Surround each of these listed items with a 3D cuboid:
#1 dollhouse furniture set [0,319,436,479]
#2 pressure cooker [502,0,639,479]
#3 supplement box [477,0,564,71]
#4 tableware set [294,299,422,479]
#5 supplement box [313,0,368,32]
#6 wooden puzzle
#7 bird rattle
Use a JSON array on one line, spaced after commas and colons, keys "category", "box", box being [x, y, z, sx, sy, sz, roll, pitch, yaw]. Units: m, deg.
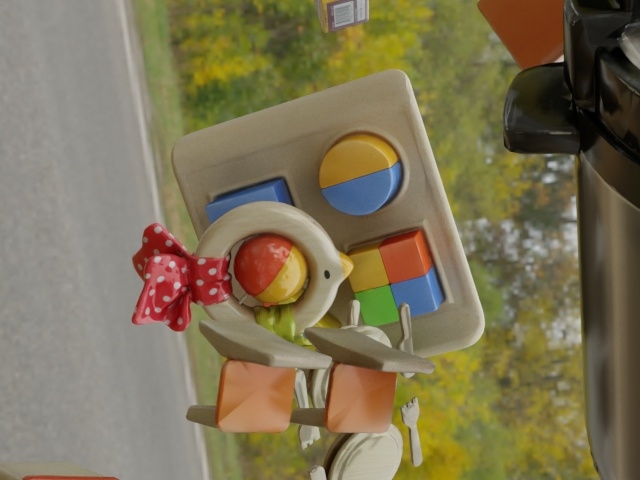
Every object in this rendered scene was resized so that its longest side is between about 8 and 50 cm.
[{"category": "dollhouse furniture set", "box": [-0.051, 0.184, 0.676, 0.135, 0.259, 0.262, 12, -86, 57]}, {"category": "pressure cooker", "box": [0.336, -0.022, 0.699, 0.375, 0.369, 0.420, 39, -33, 50]}, {"category": "supplement box", "box": [0.218, -0.182, 0.961, 0.233, 0.078, 0.080, -12, 64, -55]}, {"category": "tableware set", "box": [0.024, 0.150, 1.044, 0.039, 0.128, 0.194, 31, -40, 43]}, {"category": "supplement box", "box": [0.011, -0.230, 1.034, 0.055, 0.043, 0.083, 82, -8, -74]}, {"category": "wooden puzzle", "box": [0.000, 0.000, 1.472, 0.080, 0.322, 0.348, -32, 105, -72]}, {"category": "bird rattle", "box": [-0.081, 0.046, 1.359, 0.253, 0.207, 0.143, 39, 12, -3]}]
